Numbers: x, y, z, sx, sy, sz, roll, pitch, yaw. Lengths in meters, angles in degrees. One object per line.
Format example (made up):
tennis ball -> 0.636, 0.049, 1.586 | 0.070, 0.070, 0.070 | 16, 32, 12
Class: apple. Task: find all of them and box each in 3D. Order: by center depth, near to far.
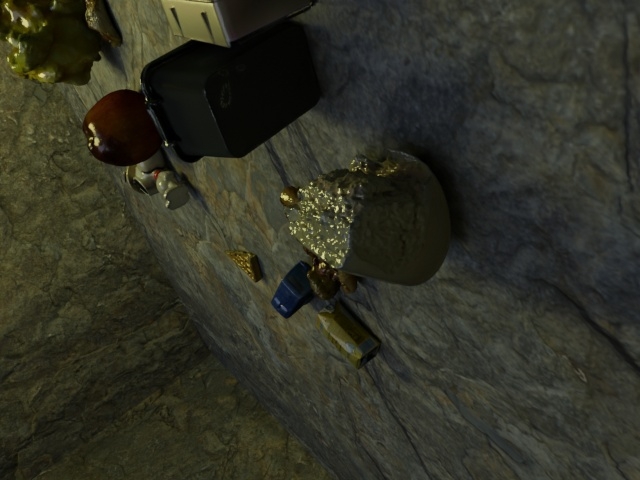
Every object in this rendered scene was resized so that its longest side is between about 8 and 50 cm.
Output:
apple -> -0.586, -0.325, 1.685 | 0.230, 0.230, 0.230 | 44, 156, 26

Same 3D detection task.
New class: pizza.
pizza -> -0.003, 0.001, 1.136 | 0.246, 0.058, 0.127 | 62, 158, -10

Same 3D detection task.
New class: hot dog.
hot dog -> -0.592, -0.589, 1.523 | 0.078, 0.061, 0.169 | 35, 150, 45

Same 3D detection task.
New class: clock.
clock -> -0.122, -0.335, 0.788 | 0.192, 0.147, 0.071 | 32, 148, 47

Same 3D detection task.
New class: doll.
doll -> -0.534, -0.186, 1.866 | 0.271, 0.144, 0.208 | 53, 149, 20

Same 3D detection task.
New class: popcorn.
popcorn -> -0.794, -0.571, 1.627 | 0.326, 0.321, 0.290 | -120, 12, -48

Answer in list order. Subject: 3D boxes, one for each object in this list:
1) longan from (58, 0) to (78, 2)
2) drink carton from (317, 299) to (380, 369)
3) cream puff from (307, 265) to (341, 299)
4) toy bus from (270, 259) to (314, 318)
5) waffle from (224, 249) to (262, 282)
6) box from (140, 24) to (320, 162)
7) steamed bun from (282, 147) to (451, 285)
longan -> -0.639, -0.671, 1.418 | 0.176, 0.145, 0.155 | -25, -59, -76
drink carton -> 0.043, 0.192, 1.293 | 0.200, 0.074, 0.084 | 43, 155, 26
cream puff -> 0.013, 0.086, 1.212 | 0.058, 0.083, 0.083 | 1, 83, 36
toy bus -> -0.064, 0.121, 1.384 | 0.079, 0.094, 0.236 | 52, 158, 9
waffle -> -0.250, 0.039, 1.738 | 0.191, 0.032, 0.125 | 38, 154, 34
box -> -0.119, -0.224, 0.844 | 0.135, 0.243, 0.163 | 15, 136, 41
steamed bun -> 0.058, -0.047, 0.790 | 0.225, 0.200, 0.170 | 26, 104, 54
